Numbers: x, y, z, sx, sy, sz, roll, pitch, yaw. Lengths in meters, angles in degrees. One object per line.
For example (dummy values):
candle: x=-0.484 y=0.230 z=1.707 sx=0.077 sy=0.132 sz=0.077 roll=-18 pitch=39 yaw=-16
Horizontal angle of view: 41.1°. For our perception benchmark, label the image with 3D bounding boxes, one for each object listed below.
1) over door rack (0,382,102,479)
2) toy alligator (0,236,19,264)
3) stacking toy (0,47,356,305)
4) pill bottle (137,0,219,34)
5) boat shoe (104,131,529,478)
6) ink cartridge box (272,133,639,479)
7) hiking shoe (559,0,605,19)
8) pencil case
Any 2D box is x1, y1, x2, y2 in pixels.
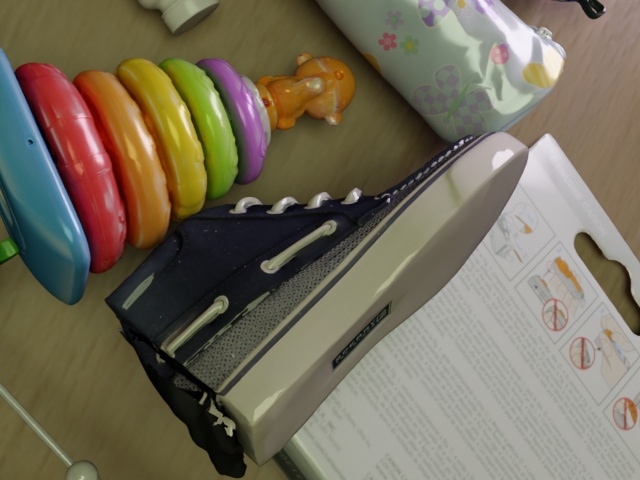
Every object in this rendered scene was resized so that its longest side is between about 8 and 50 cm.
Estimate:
over door rack: x=-0.269 y=0.214 z=0.578 sx=0.324 sy=0.108 sz=0.239 roll=43 pitch=70 yaw=11
toy alligator: x=-0.300 y=0.050 z=0.591 sx=0.190 sy=0.051 sz=0.056 roll=-30 pitch=89 yaw=-6
stacking toy: x=-0.104 y=-0.087 z=0.670 sx=0.302 sy=0.166 sz=0.175 roll=-23 pitch=82 yaw=-23
pill bottle: x=-0.134 y=-0.229 z=0.691 sx=0.065 sy=0.065 sz=0.116 roll=-35 pitch=98 yaw=-10
boat shoe: x=0.000 y=0.000 z=0.637 sx=0.158 sy=0.127 sz=0.340 roll=38 pitch=63 yaw=22
ink cartridge box: x=0.153 y=0.132 z=0.769 sx=0.385 sy=0.091 sz=0.308 roll=-40 pitch=98 yaw=-26
hiking shoe: x=0.203 y=-0.357 z=0.757 sx=0.132 sy=0.113 sz=0.304 roll=4 pitch=93 yaw=-31
pencil case: x=0.077 y=-0.199 z=0.709 sx=0.273 sy=0.113 sz=0.124 roll=44 pitch=115 yaw=-8
